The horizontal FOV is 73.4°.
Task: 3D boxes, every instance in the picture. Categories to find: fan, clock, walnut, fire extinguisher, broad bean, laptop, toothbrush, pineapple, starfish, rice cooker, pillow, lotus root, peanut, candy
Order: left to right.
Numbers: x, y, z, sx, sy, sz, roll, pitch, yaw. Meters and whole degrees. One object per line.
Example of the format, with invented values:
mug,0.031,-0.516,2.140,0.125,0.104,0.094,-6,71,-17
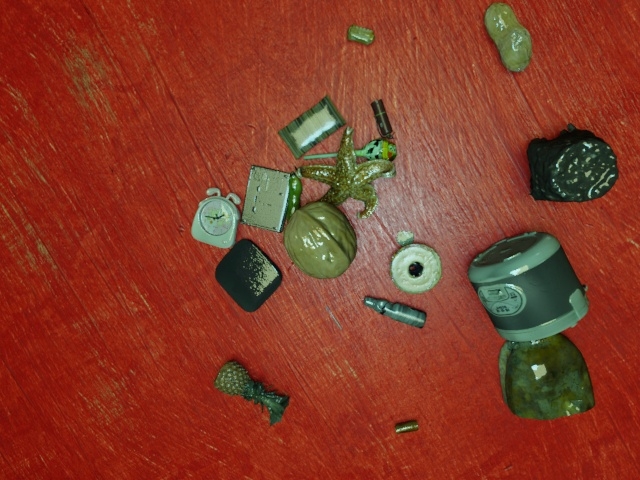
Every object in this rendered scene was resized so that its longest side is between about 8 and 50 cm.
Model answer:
clock,-0.346,-0.078,1.460,0.152,0.062,0.190,18,100,5
pineapple,-0.240,0.539,1.512,0.277,0.119,0.130,30,82,0
laptop,-0.180,-0.139,1.448,0.154,0.026,0.207,14,99,6
broad bean,-0.087,-0.102,1.427,0.052,0.053,0.256,4,101,7
pillow,-0.029,-0.364,1.390,0.203,0.038,0.113,-33,96,11
walnut,0.000,0.000,1.343,0.225,0.225,0.261,-32,122,11
toothbrush,0.046,0.270,1.487,0.006,0.008,0.097,-33,94,24
starfish,0.068,-0.194,1.329,0.303,0.113,0.312,12,128,-2
candy,0.091,-0.275,1.381,0.306,0.091,0.083,-2,77,19
fire extinguisher,0.197,-0.378,1.359,0.056,0.039,0.132,-15,98,42
fan,0.279,0.008,1.421,0.056,0.004,0.083,6,99,4
peanut,0.553,-0.599,1.260,0.100,0.099,0.214,-29,88,10
rice cooker,0.604,0.141,1.267,0.288,0.288,0.277,-27,95,10
lotus root,0.718,0.408,1.354,0.267,0.149,0.260,-11,97,6

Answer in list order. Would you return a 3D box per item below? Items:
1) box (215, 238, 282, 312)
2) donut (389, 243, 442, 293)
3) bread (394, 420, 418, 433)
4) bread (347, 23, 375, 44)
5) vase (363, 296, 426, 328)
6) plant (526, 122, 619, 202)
box,-0.251,0.121,1.487,0.212,0.042,0.201,44,101,0
donut,0.308,0.090,1.398,0.175,0.068,0.174,1,99,5
bread,0.299,0.649,1.493,0.083,0.047,0.036,-16,65,7
bread,0.126,-0.637,1.333,0.088,0.033,0.049,14,85,1
vase,0.244,0.233,1.431,0.212,0.060,0.059,18,100,5
plant,0.682,-0.210,1.207,0.189,0.276,0.198,-13,106,13
